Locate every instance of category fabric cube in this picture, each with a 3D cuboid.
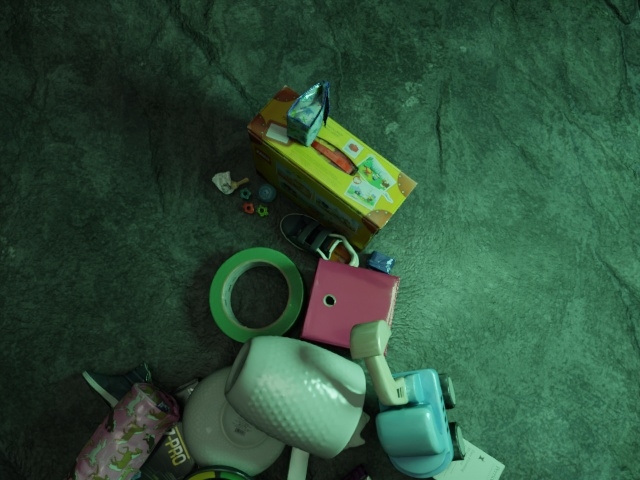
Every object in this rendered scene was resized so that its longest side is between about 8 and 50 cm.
[{"bbox_3d":[0.085,0.225,1.498,0.259,0.259,0.253,14,76,0],"label":"fabric cube"}]

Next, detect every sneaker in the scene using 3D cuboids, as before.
[{"bbox_3d":[0.103,0.561,1.522,0.116,0.090,0.231,-2,87,-11],"label":"sneaker"},{"bbox_3d":[-0.647,0.448,1.496,0.226,0.086,0.163,24,48,28],"label":"sneaker"},{"bbox_3d":[0.000,0.000,1.612,0.321,0.127,0.126,33,79,5],"label":"sneaker"}]

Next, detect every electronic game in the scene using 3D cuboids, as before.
[{"bbox_3d":[-0.288,0.724,1.326,0.230,0.048,0.229,0,117,0],"label":"electronic game"}]

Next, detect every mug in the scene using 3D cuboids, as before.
[{"bbox_3d":[-0.093,0.407,1.342,0.328,0.374,0.276,27,94,-13],"label":"mug"}]

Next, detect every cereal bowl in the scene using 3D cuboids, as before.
[{"bbox_3d":[-0.238,0.544,1.410,0.339,0.141,0.338,11,64,-22],"label":"cereal bowl"}]

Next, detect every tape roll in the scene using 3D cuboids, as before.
[{"bbox_3d":[-0.207,0.185,1.549,0.322,0.077,0.320,-2,76,8],"label":"tape roll"}]

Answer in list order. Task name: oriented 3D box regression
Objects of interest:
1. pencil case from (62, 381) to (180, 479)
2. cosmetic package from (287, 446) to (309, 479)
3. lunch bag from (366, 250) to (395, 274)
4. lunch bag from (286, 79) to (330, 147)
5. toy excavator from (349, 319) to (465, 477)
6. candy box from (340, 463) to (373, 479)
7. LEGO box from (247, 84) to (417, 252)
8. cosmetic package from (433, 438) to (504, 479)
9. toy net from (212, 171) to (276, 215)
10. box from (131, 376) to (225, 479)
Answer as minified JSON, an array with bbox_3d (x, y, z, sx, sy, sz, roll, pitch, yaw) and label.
[{"bbox_3d":[-0.577,0.606,1.328,0.167,0.160,0.386,26,74,37],"label":"pencil case"},{"bbox_3d":[-0.059,0.634,1.482,0.061,0.099,0.238,10,78,-4],"label":"cosmetic package"},{"bbox_3d":[0.206,0.083,1.634,0.099,0.067,0.065,22,77,3],"label":"lunch bag"},{"bbox_3d":[-0.024,-0.359,1.306,0.096,0.129,0.151,29,74,2],"label":"lunch bag"},{"bbox_3d":[0.227,0.440,1.270,0.223,0.445,0.432,-14,75,20],"label":"toy excavator"},{"bbox_3d":[0.063,0.801,1.420,0.234,0.159,0.071,-35,80,-11],"label":"candy box"},{"bbox_3d":[0.021,-0.211,1.532,0.500,0.372,0.193,38,78,5],"label":"LEGO box"},{"bbox_3d":[0.442,0.712,1.466,0.184,0.151,0.151,32,78,4],"label":"cosmetic package"},{"bbox_3d":[-0.282,-0.172,1.676,0.233,0.045,0.122,19,95,3],"label":"toy net"},{"bbox_3d":[-0.448,0.679,1.448,0.319,0.097,0.394,-24,80,-12],"label":"box"}]
